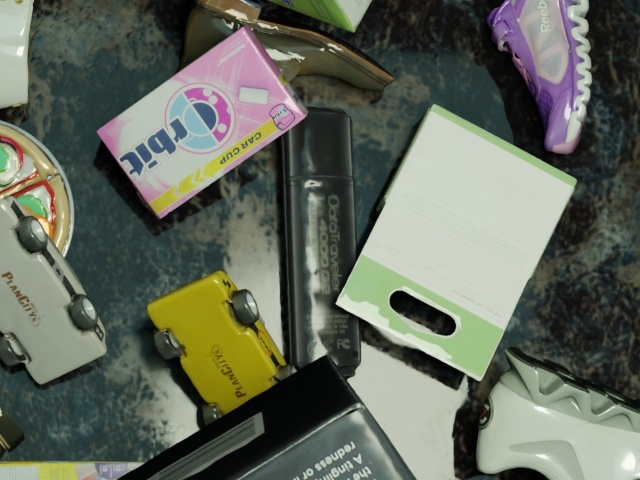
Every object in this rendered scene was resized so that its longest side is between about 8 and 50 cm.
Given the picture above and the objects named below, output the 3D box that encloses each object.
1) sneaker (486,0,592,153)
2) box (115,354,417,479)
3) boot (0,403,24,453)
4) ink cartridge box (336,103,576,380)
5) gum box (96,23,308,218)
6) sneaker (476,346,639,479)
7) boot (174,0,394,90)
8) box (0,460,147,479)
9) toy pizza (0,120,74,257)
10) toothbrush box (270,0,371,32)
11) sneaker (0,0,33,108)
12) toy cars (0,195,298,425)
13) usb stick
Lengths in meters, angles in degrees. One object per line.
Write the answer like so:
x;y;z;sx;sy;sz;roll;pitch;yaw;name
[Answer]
0.224;-0.202;1.952;0.104;0.095;0.236;-1;75;-1;sneaker
0.020;0.378;1.577;0.297;0.480;0.472;-31;93;-2;box
-0.398;0.156;1.803;0.137;0.077;0.198;-43;87;-12;boot
0.134;0.003;1.913;0.171;0.056;0.235;28;77;-4;ink cartridge box
-0.119;-0.115;1.863;0.188;0.062;0.107;-34;97;7;gum box
0.306;0.232;1.882;0.330;0.122;0.146;22;96;-5;sneaker
-0.041;-0.174;1.926;0.219;0.082;0.106;24;99;-7;boot
-0.224;0.265;1.827;0.179;0.043;0.105;1;80;-6;box
-0.343;-0.026;1.865;0.201;0.032;0.201;1;80;-8;toy pizza
-0.083;-0.337;1.813;0.283;0.206;0.122;22;75;27;toothbrush box
-0.369;-0.261;1.872;0.169;0.108;0.293;-12;92;-12;sneaker
-0.184;0.071;1.833;0.393;0.087;0.176;20;116;-7;toy cars
0.000;0.000;1.903;0.077;0.045;0.278;0;80;-16;usb stick
